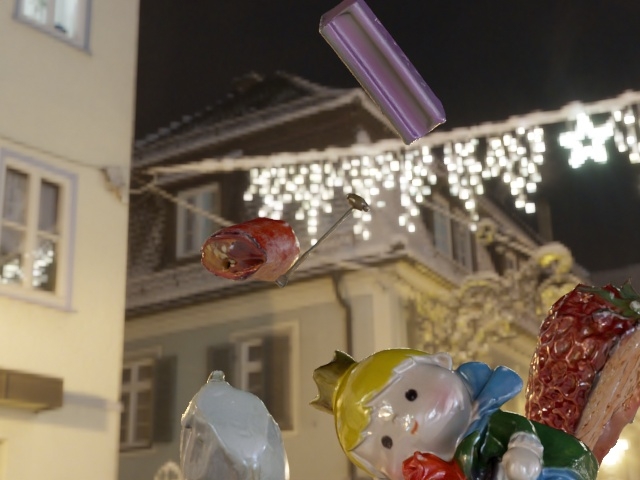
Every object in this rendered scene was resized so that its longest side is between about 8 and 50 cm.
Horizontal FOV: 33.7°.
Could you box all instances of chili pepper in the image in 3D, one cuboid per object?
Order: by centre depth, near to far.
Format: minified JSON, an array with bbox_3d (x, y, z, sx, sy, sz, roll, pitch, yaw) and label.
[{"bbox_3d":[-0.071,0.010,1.339,0.086,0.084,0.192,36,19,17],"label":"chili pepper"}]

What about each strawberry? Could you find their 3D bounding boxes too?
[{"bbox_3d":[0.338,0.175,1.364,0.150,0.280,0.253,31,37,32],"label":"strawberry"}]

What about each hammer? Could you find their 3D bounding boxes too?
[{"bbox_3d":[0.000,0.000,1.047,0.029,0.123,0.014,39,-12,26],"label":"hammer"}]

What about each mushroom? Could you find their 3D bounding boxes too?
[{"bbox_3d":[-0.075,0.288,1.115,0.109,0.097,0.351,8,-49,22],"label":"mushroom"}]

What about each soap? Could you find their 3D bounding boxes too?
[{"bbox_3d":[0.083,-0.231,1.413,0.065,0.122,0.203,-36,-75,14],"label":"soap"}]

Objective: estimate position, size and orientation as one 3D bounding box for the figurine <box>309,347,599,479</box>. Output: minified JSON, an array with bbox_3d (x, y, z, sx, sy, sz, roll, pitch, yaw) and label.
[{"bbox_3d":[0.089,0.165,0.818,0.234,0.127,0.185,30,27,9],"label":"figurine"}]
